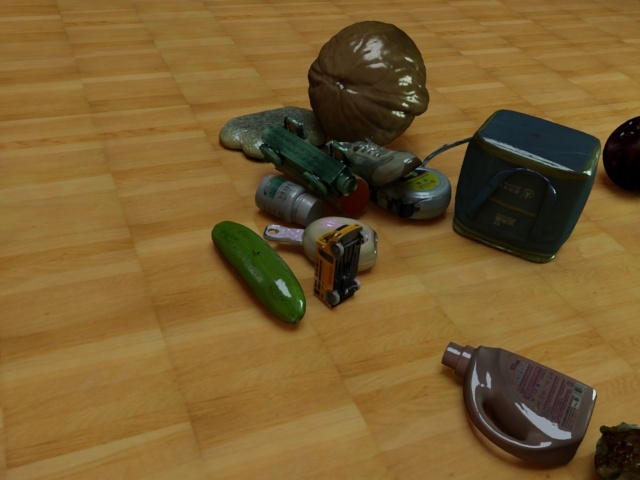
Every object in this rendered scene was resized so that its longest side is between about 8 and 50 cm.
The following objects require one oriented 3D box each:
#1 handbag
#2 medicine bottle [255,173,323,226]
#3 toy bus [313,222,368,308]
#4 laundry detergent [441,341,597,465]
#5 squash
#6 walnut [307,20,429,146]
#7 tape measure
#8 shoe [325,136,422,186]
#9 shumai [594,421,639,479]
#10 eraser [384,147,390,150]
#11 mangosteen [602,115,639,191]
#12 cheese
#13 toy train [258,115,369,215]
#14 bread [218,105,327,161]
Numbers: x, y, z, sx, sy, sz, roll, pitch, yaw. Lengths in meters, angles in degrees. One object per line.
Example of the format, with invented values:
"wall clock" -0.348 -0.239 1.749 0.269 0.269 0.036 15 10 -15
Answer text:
"handbag" 0.422 -0.117 1.385 0.263 0.241 0.222 20 39 17
"medicine bottle" -0.065 -0.081 1.388 0.130 0.080 0.080 25 41 23
"toy bus" 0.030 0.038 1.183 0.069 0.162 0.074 -27 46 -37
"laundry detergent" 0.290 0.247 1.024 0.237 0.076 0.171 23 40 20
"squash" -0.115 0.045 1.214 0.082 0.082 0.292 -18 44 -29
"walnut" 0.121 -0.374 1.612 0.333 0.333 0.333 5 37 -4
"tape measure" 0.274 -0.139 1.508 0.330 0.084 0.164 -25 50 -30
"shoe" 0.107 -0.175 1.436 0.103 0.098 0.275 -40 26 -30
"shumai" 0.481 0.307 0.924 0.184 0.142 0.184 3 40 -2
"eraser" 0.154 -0.172 1.591 0.104 0.023 0.150 -13 41 -25
"mangosteen" 0.797 -0.207 1.615 0.210 0.210 0.210 5 37 -4
"cheese" 0.000 0.000 1.308 0.227 0.064 0.137 10 34 1
"toy train" -0.012 -0.157 1.437 0.285 0.177 0.116 34 80 37
"bread" -0.097 -0.266 1.648 0.286 0.056 0.207 -23 45 -31
